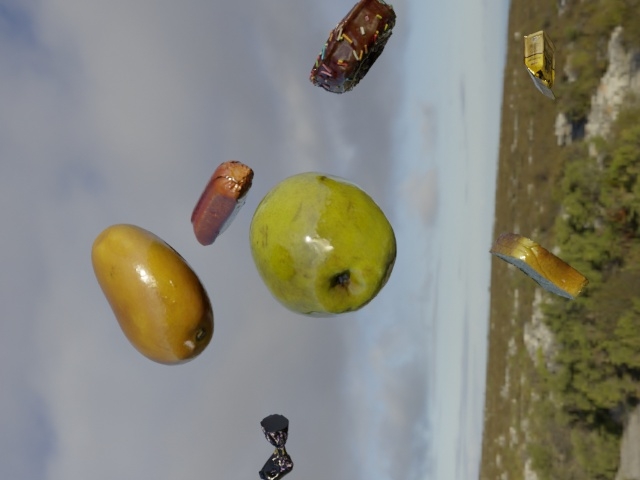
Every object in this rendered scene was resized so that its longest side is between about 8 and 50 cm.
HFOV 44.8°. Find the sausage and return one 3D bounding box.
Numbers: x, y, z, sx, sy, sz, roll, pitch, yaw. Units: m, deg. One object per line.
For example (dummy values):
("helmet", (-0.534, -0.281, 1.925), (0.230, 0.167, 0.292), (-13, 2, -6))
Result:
("sausage", (-0.223, -0.083, 1.722), (0.330, 0.102, 0.102), (133, 148, -60))

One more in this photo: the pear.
("pear", (0.000, 0.000, 1.379), (0.307, 0.253, 0.253), (-110, 9, -50))

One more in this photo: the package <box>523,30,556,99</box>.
("package", (0.438, -0.345, 1.546), (0.071, 0.047, 0.131), (34, -126, -50))

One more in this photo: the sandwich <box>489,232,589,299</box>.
("sandwich", (0.554, 0.064, 1.966), (0.065, 0.215, 0.186), (-57, 12, -1))

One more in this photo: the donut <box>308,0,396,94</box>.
("donut", (0.074, -0.402, 1.610), (0.235, 0.089, 0.235), (-55, -2, -3))

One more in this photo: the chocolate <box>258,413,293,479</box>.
("chocolate", (-0.090, 0.433, 1.608), (0.070, 0.072, 0.147), (-70, -16, -61))

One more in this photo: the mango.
("mango", (-0.267, 0.081, 1.234), (0.139, 0.175, 0.254), (-36, -88, -43))
